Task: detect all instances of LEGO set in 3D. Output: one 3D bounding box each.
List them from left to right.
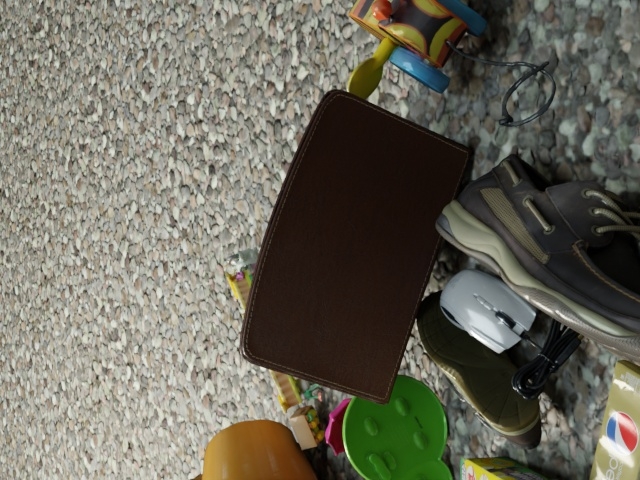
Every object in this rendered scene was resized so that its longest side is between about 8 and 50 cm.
[{"bbox_3d":[-0.035,0.123,1.795,0.132,0.107,0.287,74,172,-68],"label":"LEGO set"}]

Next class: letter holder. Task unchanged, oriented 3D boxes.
[{"bbox_3d":[0.000,0.000,1.501,0.152,0.214,0.302,13,83,57],"label":"letter holder"}]

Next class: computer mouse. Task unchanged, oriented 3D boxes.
[{"bbox_3d":[0.185,0.081,1.420,0.106,0.042,0.193,-51,43,-4],"label":"computer mouse"}]

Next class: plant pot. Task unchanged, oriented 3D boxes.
[{"bbox_3d":[-0.077,0.345,1.781,0.188,0.205,0.205,-105,31,-46],"label":"plant pot"}]

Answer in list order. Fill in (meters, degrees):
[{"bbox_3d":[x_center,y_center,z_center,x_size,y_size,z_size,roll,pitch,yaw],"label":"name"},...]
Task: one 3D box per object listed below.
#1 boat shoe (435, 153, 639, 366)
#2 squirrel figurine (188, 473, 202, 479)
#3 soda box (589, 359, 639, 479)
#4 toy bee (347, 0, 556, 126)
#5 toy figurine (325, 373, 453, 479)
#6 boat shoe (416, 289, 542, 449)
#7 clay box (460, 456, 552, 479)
[{"bbox_3d":[0.239,0.005,1.278,0.130,0.132,0.355,-58,37,6],"label":"boat shoe"},{"bbox_3d":[-0.169,0.598,1.917,0.370,0.281,0.397,51,161,22],"label":"squirrel figurine"},{"bbox_3d":[0.301,0.202,1.281,0.058,0.061,0.181,35,122,51],"label":"soda box"},{"bbox_3d":[0.107,-0.239,1.436,0.298,0.162,0.195,5,70,51],"label":"toy bee"},{"bbox_3d":[0.072,0.244,1.628,0.173,0.130,0.159,60,161,-5],"label":"toy figurine"},{"bbox_3d":[0.170,0.141,1.465,0.223,0.080,0.073,56,171,48],"label":"boat shoe"},{"bbox_3d":[0.202,0.302,1.413,0.222,0.053,0.127,-169,77,-77],"label":"clay box"}]
